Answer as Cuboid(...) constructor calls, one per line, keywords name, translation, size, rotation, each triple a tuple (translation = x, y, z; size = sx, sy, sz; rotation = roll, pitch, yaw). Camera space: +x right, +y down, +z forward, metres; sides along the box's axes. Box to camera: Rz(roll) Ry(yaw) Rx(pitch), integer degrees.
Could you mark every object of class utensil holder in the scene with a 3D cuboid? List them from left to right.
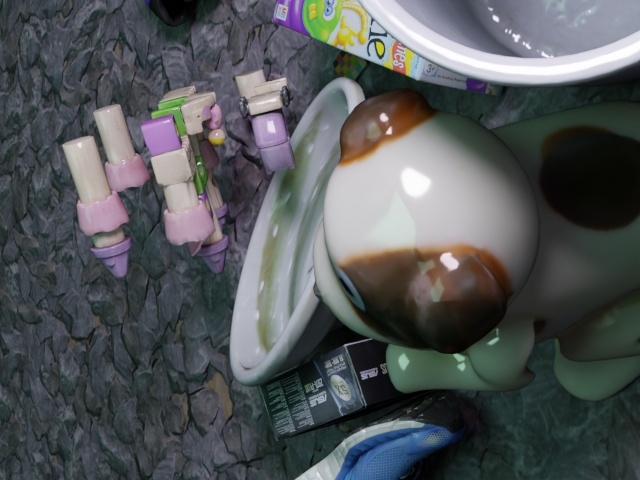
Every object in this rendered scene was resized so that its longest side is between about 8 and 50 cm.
Cuboid(name="utensil holder", translation=(0.211, -0.286, 0.948), size=(0.327, 0.385, 0.328), rotation=(2, 97, 20))

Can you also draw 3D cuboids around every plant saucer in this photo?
Cuboid(name="plant saucer", translation=(0.000, 0.000, 1.429), size=(0.400, 0.100, 0.401), rotation=(-160, 90, -75))

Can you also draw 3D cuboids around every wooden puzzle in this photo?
Cuboid(name="wooden puzzle", translation=(0.040, -0.235, 1.521), size=(0.083, 0.006, 0.049), rotation=(-51, 54, 37))

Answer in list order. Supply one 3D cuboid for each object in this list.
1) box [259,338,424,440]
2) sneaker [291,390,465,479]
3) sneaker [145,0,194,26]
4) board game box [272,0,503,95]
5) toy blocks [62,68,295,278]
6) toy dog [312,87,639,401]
Cuboid(name="box", translation=(0.040, 0.176, 1.408), size=(0.180, 0.147, 0.078), rotation=(-30, 74, 45))
Cuboid(name="sneaker", translation=(0.081, 0.301, 1.407), size=(0.147, 0.129, 0.330), rotation=(56, 134, 15))
Cuboid(name="sneaker", translation=(-0.182, -0.439, 1.728), size=(0.293, 0.102, 0.146), rotation=(-50, 58, 44))
Cuboid(name="board game box", translation=(0.091, -0.281, 1.349), size=(0.275, 0.144, 0.142), rotation=(31, 110, 46))
Cuboid(name="toy blocks", translation=(-0.160, -0.067, 1.578), size=(0.288, 0.308, 0.260), rotation=(-90, -14, -73))
Cuboid(name="toy dog", translation=(0.176, 0.003, 1.045), size=(0.395, 0.407, 0.285), rotation=(-29, 69, 47))
